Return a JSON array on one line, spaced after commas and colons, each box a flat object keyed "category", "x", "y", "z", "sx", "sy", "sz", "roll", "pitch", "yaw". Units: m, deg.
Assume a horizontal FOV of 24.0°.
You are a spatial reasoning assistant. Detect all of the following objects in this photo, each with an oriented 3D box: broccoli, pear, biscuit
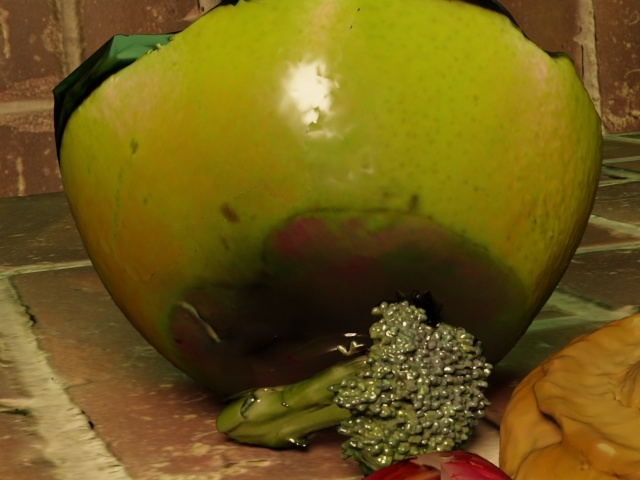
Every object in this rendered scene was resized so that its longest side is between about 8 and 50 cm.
[{"category": "broccoli", "x": 0.015, "y": 0.105, "z": 0.969, "sx": 0.204, "sy": 0.118, "sz": 0.122, "roll": -17, "pitch": 29, "yaw": 42}, {"category": "pear", "x": 0.003, "y": 0.004, "z": 1.041, "sx": 0.399, "sy": 0.398, "sz": 0.165, "roll": -3, "pitch": 50, "yaw": 8}, {"category": "biscuit", "x": 0.234, "y": 0.096, "z": 0.765, "sx": 0.296, "sy": 0.102, "sz": 0.296, "roll": -8, "pitch": 18, "yaw": 3}]

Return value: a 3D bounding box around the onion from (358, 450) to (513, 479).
[{"category": "onion", "x": 0.048, "y": 0.162, "z": 0.558, "sx": 0.140, "sy": 0.150, "sz": 0.150, "roll": 35, "pitch": 6, "yaw": -6}]
